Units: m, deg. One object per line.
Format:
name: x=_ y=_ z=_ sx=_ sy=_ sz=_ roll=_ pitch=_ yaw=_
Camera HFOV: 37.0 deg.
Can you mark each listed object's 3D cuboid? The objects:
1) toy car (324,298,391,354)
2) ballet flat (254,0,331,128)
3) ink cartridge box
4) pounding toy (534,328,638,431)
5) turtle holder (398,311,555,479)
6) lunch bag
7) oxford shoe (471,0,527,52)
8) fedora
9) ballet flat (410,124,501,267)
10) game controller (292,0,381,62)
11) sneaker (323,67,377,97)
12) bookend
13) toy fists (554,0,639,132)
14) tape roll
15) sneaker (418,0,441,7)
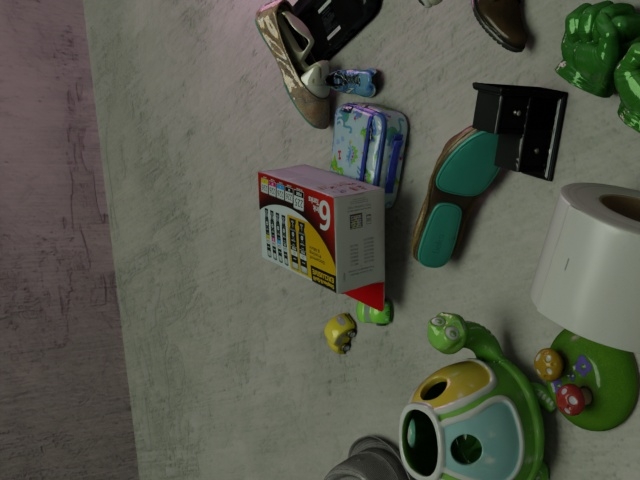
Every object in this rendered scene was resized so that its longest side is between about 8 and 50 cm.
toy car: x=0.073 y=0.148 z=2.129 sx=0.225 sy=0.053 sz=0.239 roll=5 pitch=96 yaw=57
ballet flat: x=-0.043 y=-0.405 z=2.173 sx=0.106 sy=0.107 sz=0.316 roll=-27 pitch=94 yaw=40
ink cartridge box: x=0.000 y=0.000 z=2.038 sx=0.309 sy=0.130 sz=0.271 roll=22 pitch=119 yaw=55
pounding toy: x=0.414 y=0.201 z=1.563 sx=0.183 sy=0.110 sz=0.236 roll=15 pitch=105 yaw=55
turtle holder: x=0.268 y=0.311 z=1.686 sx=0.243 sy=0.227 sz=0.320 roll=40 pitch=124 yaw=49
lunch bag: x=0.100 y=-0.181 z=2.039 sx=0.176 sy=0.090 sz=0.219 roll=30 pitch=118 yaw=49
oxford shoe: x=0.319 y=-0.437 z=1.692 sx=0.096 sy=0.083 sz=0.227 roll=-42 pitch=58 yaw=48
fedora: x=0.086 y=0.551 z=2.073 sx=0.275 sy=0.124 sz=0.243 roll=-10 pitch=84 yaw=56
ballet flat: x=0.253 y=-0.105 z=1.802 sx=0.124 sy=0.116 sz=0.342 roll=-90 pitch=13 yaw=-52
game controller: x=0.026 y=-0.518 z=2.166 sx=0.319 sy=0.067 sz=0.166 roll=-33 pitch=79 yaw=53
sneaker: x=0.065 y=-0.344 z=2.091 sx=0.162 sy=0.073 sz=0.063 roll=9 pitch=99 yaw=56
bookend: x=0.328 y=-0.184 z=1.627 sx=0.072 sy=0.157 sz=0.156 roll=27 pitch=114 yaw=53
toy fists: x=0.471 y=-0.271 z=1.461 sx=0.279 sy=0.096 sz=0.142 roll=52 pitch=132 yaw=44
tape roll: x=0.444 y=0.034 z=1.387 sx=0.246 sy=0.246 sz=0.169 roll=38 pitch=122 yaw=49
sneaker: x=0.248 y=-0.545 z=1.697 sx=0.118 sy=0.110 sz=0.292 roll=11 pitch=71 yaw=42
